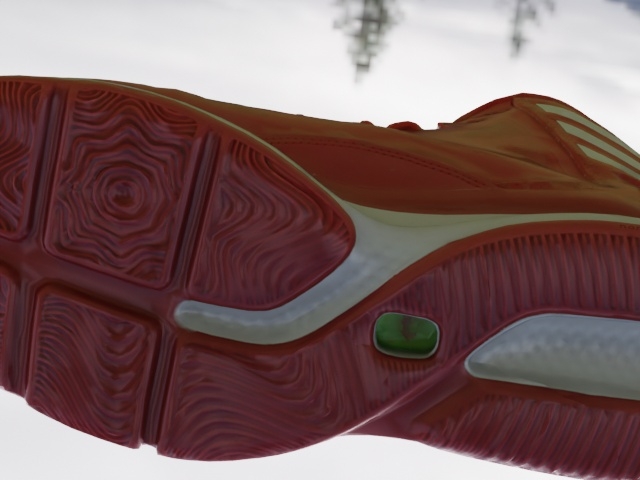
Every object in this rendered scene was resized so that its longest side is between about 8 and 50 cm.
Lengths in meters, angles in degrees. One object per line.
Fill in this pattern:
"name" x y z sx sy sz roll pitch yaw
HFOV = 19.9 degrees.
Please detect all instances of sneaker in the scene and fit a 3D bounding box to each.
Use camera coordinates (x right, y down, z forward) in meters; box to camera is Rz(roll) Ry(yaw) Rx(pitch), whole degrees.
"sneaker" 0.000 0.000 0.473 0.221 0.087 0.128 16 -164 1
